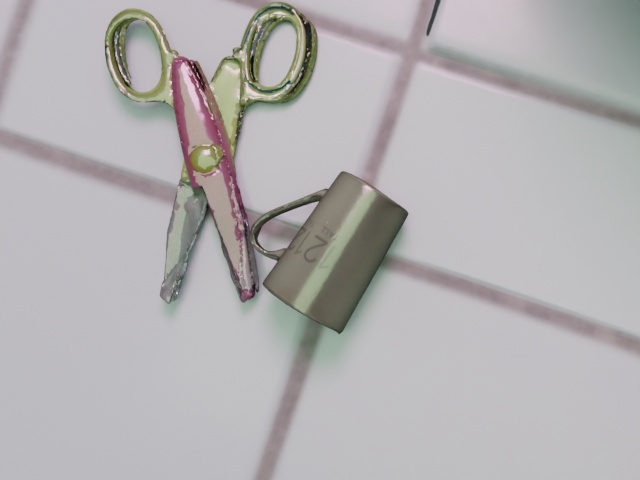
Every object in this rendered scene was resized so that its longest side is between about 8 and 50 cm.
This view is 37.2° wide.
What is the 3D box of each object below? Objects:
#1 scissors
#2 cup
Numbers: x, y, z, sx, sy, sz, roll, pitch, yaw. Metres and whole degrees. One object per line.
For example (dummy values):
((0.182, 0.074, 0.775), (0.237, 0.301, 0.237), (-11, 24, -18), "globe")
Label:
((-0.068, -0.055, 0.589), (0.133, 0.020, 0.187), (0, 87, 4), "scissors")
((0.004, 0.002, 0.565), (0.075, 0.054, 0.083), (31, 89, 37), "cup")
